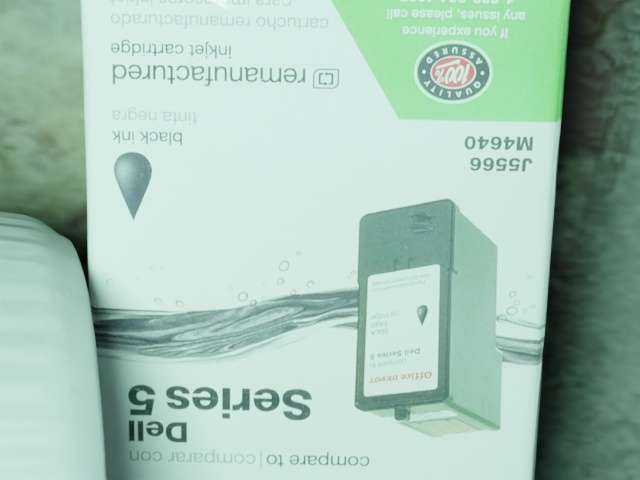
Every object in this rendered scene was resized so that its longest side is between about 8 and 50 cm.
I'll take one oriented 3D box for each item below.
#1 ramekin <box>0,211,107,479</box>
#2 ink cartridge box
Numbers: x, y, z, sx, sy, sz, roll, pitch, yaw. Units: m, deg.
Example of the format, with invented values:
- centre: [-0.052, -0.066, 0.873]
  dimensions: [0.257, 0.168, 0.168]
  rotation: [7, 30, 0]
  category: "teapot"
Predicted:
- centre: [-0.163, 0.108, 0.847]
  dimensions: [0.127, 0.273, 0.273]
  rotation: [-2, 112, -12]
  category: "ramekin"
- centre: [0.000, 0.000, 0.875]
  dimensions: [0.198, 0.115, 0.273]
  rotation: [1, 111, 0]
  category: "ink cartridge box"
